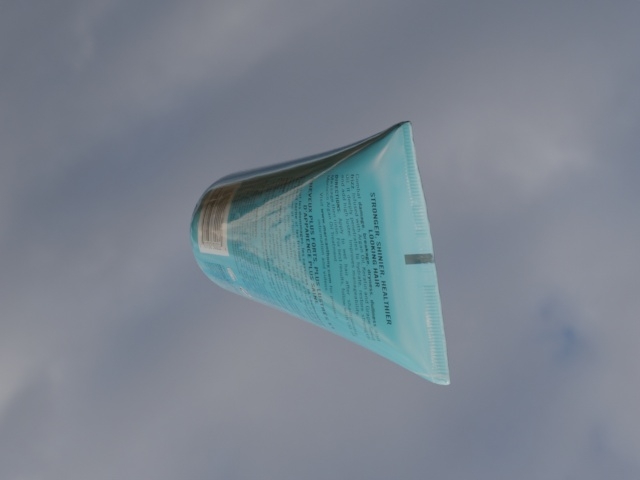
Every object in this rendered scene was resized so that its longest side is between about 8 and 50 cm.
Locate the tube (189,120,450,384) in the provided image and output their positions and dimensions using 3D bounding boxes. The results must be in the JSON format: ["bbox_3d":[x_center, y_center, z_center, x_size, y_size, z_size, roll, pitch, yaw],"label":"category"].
[{"bbox_3d":[0.000,0.000,0.574,0.052,0.080,0.207,-16,-173,-16],"label":"tube"}]
